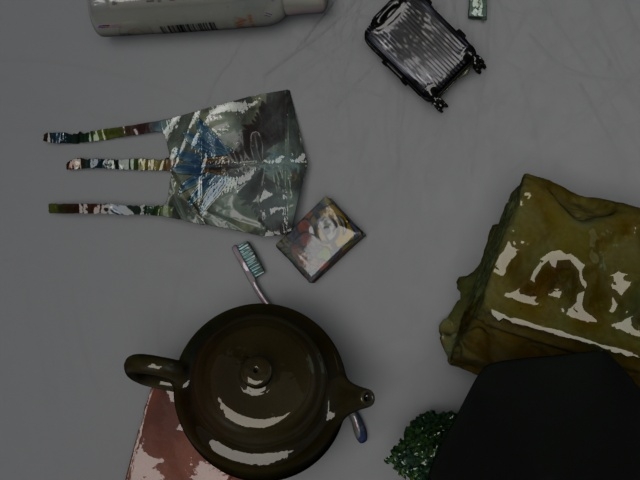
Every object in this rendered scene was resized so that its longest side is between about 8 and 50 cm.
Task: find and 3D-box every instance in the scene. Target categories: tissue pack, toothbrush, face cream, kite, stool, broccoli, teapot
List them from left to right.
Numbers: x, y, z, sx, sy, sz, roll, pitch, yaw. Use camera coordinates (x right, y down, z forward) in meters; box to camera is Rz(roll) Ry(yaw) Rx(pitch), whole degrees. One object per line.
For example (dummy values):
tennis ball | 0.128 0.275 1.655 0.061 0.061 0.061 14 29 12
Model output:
kite | -0.168 -0.075 1.477 0.309 0.015 0.169 -7 80 8
face cream | -0.124 -0.277 1.450 0.269 0.082 0.082 -2 90 8
teapot | -0.076 0.152 1.352 0.267 0.175 0.186 8 71 3
toothbrush | -0.022 0.115 1.466 0.027 0.021 0.269 -34 86 12
tissue pack | 0.000 0.000 1.456 0.083 0.035 0.063 -45 82 4
broccoli | 0.157 0.290 1.398 0.219 0.194 0.194 11 91 -15
stool | 0.226 0.223 1.207 0.232 0.141 0.232 -7 64 15

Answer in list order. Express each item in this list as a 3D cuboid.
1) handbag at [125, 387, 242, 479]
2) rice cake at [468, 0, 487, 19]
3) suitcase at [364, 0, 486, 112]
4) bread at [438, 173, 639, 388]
handbag | -0.136 0.263 1.462 0.157 0.059 0.213 15 91 8
rice cake | 0.181 -0.307 1.440 0.022 0.021 0.121 5 93 3
suitcase | 0.114 -0.213 1.431 0.086 0.059 0.126 -45 82 4
bread | 0.277 0.063 1.346 0.252 0.238 0.196 24 55 4
